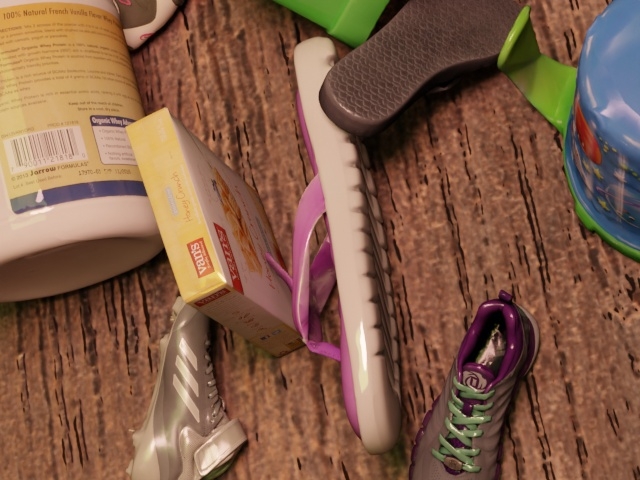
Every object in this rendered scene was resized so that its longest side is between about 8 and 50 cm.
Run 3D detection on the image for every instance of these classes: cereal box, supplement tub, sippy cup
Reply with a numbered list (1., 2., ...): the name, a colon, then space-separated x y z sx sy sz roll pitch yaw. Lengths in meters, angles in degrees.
1. cereal box: -0.086 0.000 1.284 0.047 0.240 0.173 -24 70 9
2. supplement tub: -0.284 -0.120 1.367 0.228 0.228 0.316 -18 78 11
3. sippy cup: 0.312 -0.111 1.210 0.305 0.224 0.240 -11 72 12

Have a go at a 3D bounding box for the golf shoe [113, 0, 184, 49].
1. golf shoe: -0.258 -0.310 1.503 0.273 0.105 0.120 34 93 23

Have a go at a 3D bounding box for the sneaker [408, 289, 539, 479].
1. sneaker: 0.125 0.151 1.255 0.083 0.098 0.224 15 79 20

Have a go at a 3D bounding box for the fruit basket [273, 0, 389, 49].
1. fruit basket: 0.105 -0.381 1.311 0.392 0.392 0.283 -12 56 13

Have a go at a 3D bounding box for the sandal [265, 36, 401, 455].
1. sandal: 0.004 0.008 1.304 0.102 0.169 0.416 -13 59 9

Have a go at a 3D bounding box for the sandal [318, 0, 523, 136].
1. sandal: 0.092 -0.171 1.332 0.254 0.054 0.097 -32 72 -32

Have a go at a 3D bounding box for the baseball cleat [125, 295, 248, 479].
1. baseball cleat: -0.112 0.144 1.353 0.109 0.072 0.206 15 83 6
